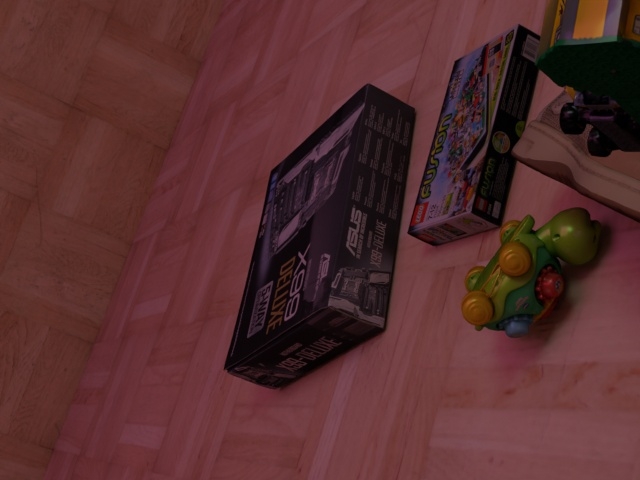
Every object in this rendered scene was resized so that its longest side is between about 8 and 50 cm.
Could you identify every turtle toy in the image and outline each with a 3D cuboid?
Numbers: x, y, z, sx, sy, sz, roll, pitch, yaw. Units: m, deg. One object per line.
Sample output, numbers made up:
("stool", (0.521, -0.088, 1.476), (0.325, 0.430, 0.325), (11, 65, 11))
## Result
("turtle toy", (0.164, 0.024, 0.771), (0.130, 0.066, 0.095), (-55, 0, 19))

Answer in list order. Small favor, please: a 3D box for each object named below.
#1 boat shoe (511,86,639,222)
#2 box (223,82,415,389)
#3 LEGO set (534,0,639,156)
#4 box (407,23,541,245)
("boat shoe", (0.230, -0.061, 0.635), (0.110, 0.121, 0.341), (-63, 20, 9))
("box", (0.000, 0.000, 1.170), (0.242, 0.076, 0.308), (-36, 35, 51))
("LEGO set", (0.260, -0.134, 0.386), (0.331, 0.254, 0.192), (2, 77, 47))
("box", (0.154, -0.102, 0.973), (0.114, 0.036, 0.207), (-22, 48, 61))
